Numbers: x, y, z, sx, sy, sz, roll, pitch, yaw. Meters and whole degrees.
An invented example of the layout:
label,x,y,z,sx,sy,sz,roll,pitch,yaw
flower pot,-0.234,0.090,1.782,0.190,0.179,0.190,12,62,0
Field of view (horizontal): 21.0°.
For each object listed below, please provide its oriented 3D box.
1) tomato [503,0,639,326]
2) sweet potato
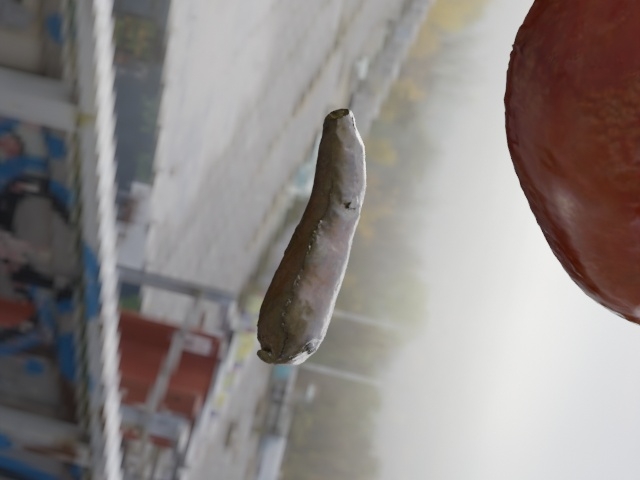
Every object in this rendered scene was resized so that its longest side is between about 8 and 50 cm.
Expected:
label,x,y,z,sx,sy,sz,roll,pitch,yaw
tomato,0.194,-0.062,0.723,0.095,0.236,0.237,35,-59,51
sweet potato,0.000,0.000,1.731,0.075,0.075,0.273,75,32,-74
